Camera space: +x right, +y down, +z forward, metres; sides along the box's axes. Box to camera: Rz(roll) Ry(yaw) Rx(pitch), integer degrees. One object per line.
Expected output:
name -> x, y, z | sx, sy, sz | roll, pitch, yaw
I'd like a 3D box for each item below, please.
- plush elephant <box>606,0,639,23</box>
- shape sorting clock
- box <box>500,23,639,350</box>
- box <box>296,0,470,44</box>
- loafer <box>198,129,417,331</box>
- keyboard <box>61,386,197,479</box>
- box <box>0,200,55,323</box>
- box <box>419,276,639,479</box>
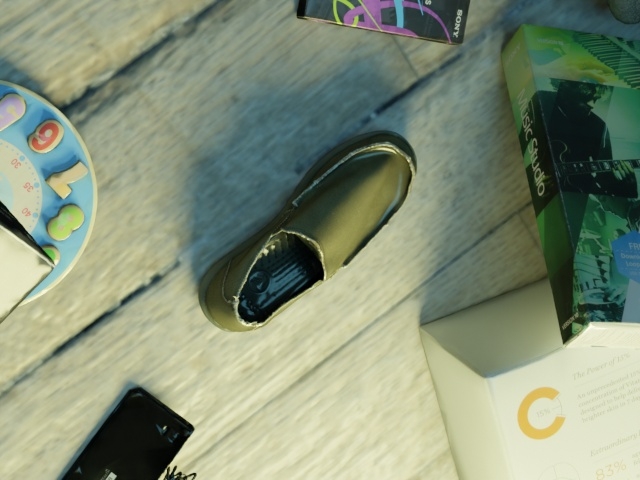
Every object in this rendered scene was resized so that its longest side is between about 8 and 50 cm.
plush elephant -> 0.297, -0.341, 1.053 | 0.330, 0.272, 0.255 | -18, 68, -46
shape sorting clock -> -0.295, -0.037, 1.015 | 0.206, 0.040, 0.206 | -4, 103, -17
box -> 0.305, -0.050, 1.097 | 0.232, 0.058, 0.322 | 4, 58, -19
box -> 0.066, -0.250, 1.093 | 0.162, 0.029, 0.116 | 6, 100, -20
loafer -> 0.000, 0.000, 1.092 | 0.251, 0.087, 0.094 | -45, 111, -5
keyboard -> -0.192, 0.240, 1.119 | 0.100, 0.038, 0.192 | 37, 90, 2
box -> -0.400, 0.007, 0.834 | 0.296, 0.294, 0.183 | -45, 146, -2
box -> 0.262, 0.225, 1.183 | 0.215, 0.168, 0.345 | -20, 107, -13
